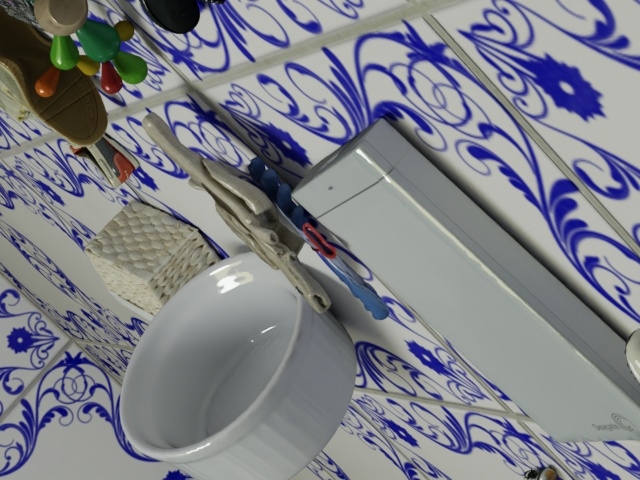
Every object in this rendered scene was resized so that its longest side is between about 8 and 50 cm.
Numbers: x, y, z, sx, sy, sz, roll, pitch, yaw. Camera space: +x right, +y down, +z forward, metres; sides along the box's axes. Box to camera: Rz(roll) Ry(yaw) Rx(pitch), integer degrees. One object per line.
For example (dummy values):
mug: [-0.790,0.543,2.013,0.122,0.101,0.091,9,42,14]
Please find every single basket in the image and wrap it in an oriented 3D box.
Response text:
basket: [-0.216,0.031,1.997,0.167,0.113,0.103,23,154,46]

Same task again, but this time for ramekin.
ramekin: [-0.089,0.162,1.787,0.135,0.277,0.277,43,165,-35]

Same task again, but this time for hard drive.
hard drive: [0.139,0.047,1.355,0.353,0.047,0.233,42,164,-6]

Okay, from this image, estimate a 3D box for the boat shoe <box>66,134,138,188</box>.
boat shoe: [-0.288,-0.119,1.891,0.137,0.043,0.049,39,166,9]

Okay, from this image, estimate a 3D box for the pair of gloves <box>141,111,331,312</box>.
pair of gloves: [-0.077,-0.032,1.564,0.204,0.042,0.240,43,175,27]

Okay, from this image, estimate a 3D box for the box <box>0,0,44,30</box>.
box: [-0.327,-0.262,1.649,0.083,0.018,0.067,25,158,43]

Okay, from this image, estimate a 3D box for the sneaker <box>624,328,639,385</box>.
sneaker: [0.308,0.109,1.146,0.161,0.057,0.075,39,147,11]

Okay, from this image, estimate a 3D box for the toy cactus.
toy cactus: [-0.257,-0.213,1.441,0.219,0.112,0.180,47,174,-14]

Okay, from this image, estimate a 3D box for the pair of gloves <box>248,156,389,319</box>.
pair of gloves: [0.000,0.000,1.513,0.198,0.023,0.159,47,177,32]

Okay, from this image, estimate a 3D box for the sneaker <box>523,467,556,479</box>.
sneaker: [0.246,0.273,1.731,0.037,0.032,0.083,34,162,20]

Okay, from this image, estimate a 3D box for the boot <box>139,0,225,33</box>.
boot: [-0.113,-0.212,1.260,0.099,0.045,0.121,19,153,45]

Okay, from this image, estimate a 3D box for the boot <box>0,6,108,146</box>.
boot: [-0.327,-0.173,1.782,0.213,0.077,0.165,44,164,7]
